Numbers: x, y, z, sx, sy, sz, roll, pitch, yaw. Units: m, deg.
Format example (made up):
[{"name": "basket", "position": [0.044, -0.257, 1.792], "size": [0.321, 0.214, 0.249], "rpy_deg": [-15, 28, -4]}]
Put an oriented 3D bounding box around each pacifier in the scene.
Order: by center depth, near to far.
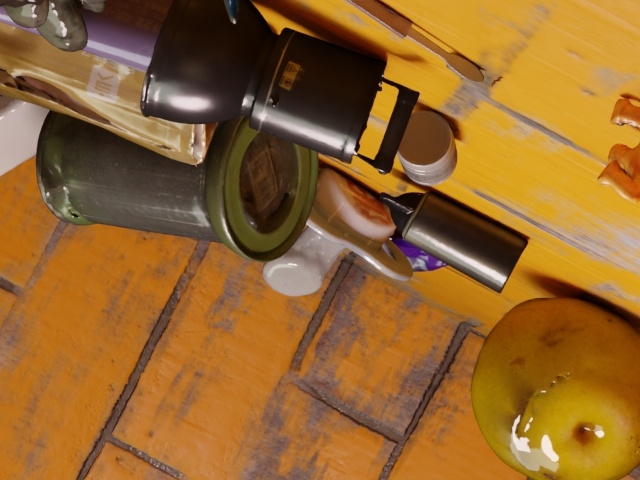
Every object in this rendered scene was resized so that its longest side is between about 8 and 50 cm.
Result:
[{"name": "pacifier", "position": [0.000, 0.000, 2.124], "size": [0.279, 0.207, 0.227], "rpy_deg": [31, -168, -28]}]

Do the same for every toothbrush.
[{"name": "toothbrush", "position": [0.050, -0.173, 1.101], "size": [0.194, 0.014, 0.017], "rpy_deg": [30, 175, -22]}]

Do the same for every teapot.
[{"name": "teapot", "position": [-0.179, -0.109, 1.793], "size": [0.337, 0.270, 0.200], "rpy_deg": [9, 126, 32]}]

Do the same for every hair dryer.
[{"name": "hair dryer", "position": [0.172, -0.009, 1.902], "size": [0.195, 0.078, 0.248], "rpy_deg": [29, -179, 6]}]

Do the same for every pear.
[{"name": "pear", "position": [0.352, 0.219, 2.050], "size": [0.285, 0.285, 0.336], "rpy_deg": [28, 177, 4]}]

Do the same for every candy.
[{"name": "candy", "position": [0.123, 0.011, 2.373], "size": [0.145, 0.070, 0.275], "rpy_deg": [20, 175, -12]}]

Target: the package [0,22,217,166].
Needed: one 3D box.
[{"name": "package", "position": [-0.252, -0.205, 1.578], "size": [0.311, 0.165, 0.221], "rpy_deg": [26, 175, 15]}]

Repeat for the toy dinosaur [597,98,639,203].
[{"name": "toy dinosaur", "position": [0.265, -0.047, 0.941], "size": [0.117, 0.070, 0.288], "rpy_deg": [18, -179, -11]}]

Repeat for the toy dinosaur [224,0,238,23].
[{"name": "toy dinosaur", "position": [-0.033, -0.203, 0.975], "size": [0.188, 0.075, 0.248], "rpy_deg": [19, 167, 17]}]

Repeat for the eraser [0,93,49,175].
[{"name": "eraser", "position": [-0.461, -0.206, 1.893], "size": [0.331, 0.331, 0.150], "rpy_deg": [26, 174, 17]}]

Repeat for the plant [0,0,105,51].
[{"name": "plant", "position": [-0.261, -0.250, 1.218], "size": [0.149, 0.146, 0.274], "rpy_deg": [16, 176, 11]}]

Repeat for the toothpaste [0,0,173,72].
[{"name": "toothpaste", "position": [-0.226, -0.234, 1.390], "size": [0.371, 0.125, 0.080], "rpy_deg": [22, 155, -4]}]

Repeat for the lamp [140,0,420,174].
[{"name": "lamp", "position": [-0.030, -0.143, 1.284], "size": [0.227, 0.147, 0.172], "rpy_deg": [21, -172, -1]}]

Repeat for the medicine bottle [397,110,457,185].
[{"name": "medicine bottle", "position": [0.105, -0.091, 1.402], "size": [0.058, 0.058, 0.091], "rpy_deg": [27, 175, 12]}]
